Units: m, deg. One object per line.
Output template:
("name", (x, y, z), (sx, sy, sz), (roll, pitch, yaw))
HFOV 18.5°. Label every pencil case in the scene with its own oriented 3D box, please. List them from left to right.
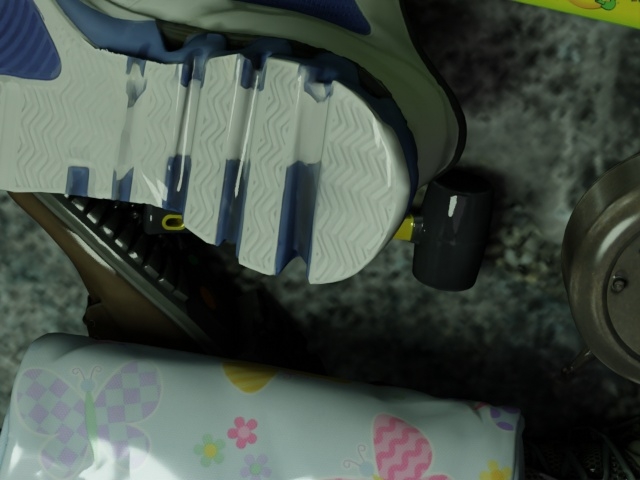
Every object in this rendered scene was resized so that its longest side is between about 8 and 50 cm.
("pencil case", (-0.031, 0.124, 0.996), (0.273, 0.113, 0.124), (8, 88, 4))

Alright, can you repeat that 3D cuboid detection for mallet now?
("mallet", (0.000, 0.000, 1.048), (0.190, 0.039, 0.062), (-4, 115, -12))

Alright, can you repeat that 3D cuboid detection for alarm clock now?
("alarm clock", (0.199, 0.000, 1.053), (0.129, 0.064, 0.192), (7, 111, -1))

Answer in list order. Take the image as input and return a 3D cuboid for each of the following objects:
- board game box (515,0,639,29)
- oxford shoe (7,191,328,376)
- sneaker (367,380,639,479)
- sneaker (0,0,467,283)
("board game box", (0.143, -0.141, 0.973), (0.181, 0.092, 0.043), (12, 114, -4))
("oxford shoe", (-0.102, 0.036, 1.066), (0.096, 0.083, 0.227), (-35, 106, 22))
("sneaker", (0.123, 0.127, 1.098), (0.227, 0.087, 0.130), (39, 106, -16))
("sneaker", (-0.058, -0.082, 0.991), (0.315, 0.182, 0.127), (24, 114, 23))
